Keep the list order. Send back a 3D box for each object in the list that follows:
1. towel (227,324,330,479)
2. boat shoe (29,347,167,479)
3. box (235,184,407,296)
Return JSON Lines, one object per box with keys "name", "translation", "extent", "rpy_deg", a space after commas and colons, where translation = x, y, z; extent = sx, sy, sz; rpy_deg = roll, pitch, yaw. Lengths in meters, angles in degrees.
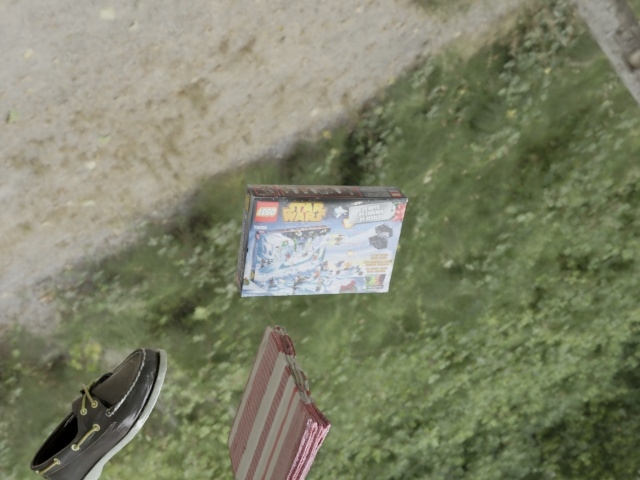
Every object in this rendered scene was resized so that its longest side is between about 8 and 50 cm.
{"name": "towel", "translation": [-0.073, 0.289, 1.187], "extent": [0.329, 0.037, 0.237], "rpy_deg": [-127, -125, -68]}
{"name": "boat shoe", "translation": [-0.254, 0.203, 0.919], "extent": [0.228, 0.068, 0.081], "rpy_deg": [-52, -153, 21]}
{"name": "box", "translation": [0.000, 0.000, 0.685], "extent": [0.136, 0.027, 0.094], "rpy_deg": [0, 118, -20]}
